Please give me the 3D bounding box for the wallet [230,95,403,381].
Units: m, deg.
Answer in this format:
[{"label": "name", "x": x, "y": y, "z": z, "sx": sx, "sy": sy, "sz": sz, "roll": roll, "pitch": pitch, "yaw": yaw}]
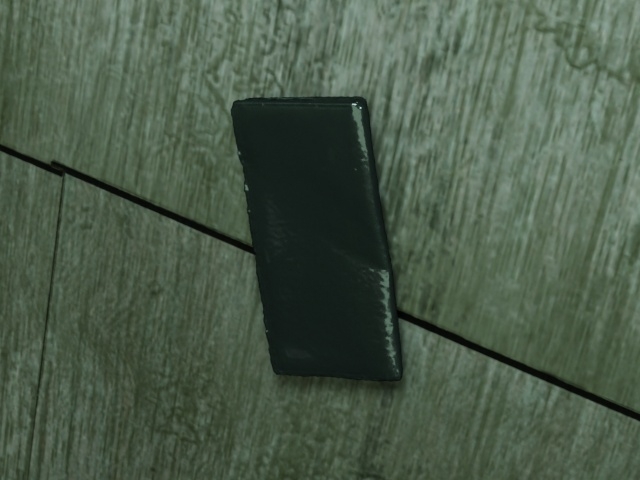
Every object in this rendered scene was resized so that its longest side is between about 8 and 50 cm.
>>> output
[{"label": "wallet", "x": 0.000, "y": 0.000, "z": 1.455, "sx": 0.124, "sy": 0.025, "sz": 0.244, "roll": 2, "pitch": 111, "yaw": 28}]
